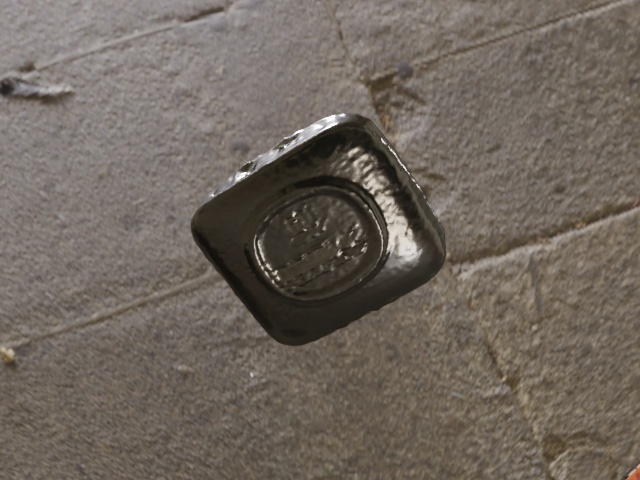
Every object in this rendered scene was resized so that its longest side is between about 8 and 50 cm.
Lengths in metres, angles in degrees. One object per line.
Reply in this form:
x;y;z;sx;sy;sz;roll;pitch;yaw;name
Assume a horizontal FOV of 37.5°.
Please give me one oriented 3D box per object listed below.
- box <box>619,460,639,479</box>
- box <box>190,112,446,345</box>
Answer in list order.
0.297;0.206;0.549;0.177;0.148;0.195;-46;28;21;box
0.000;0.000;0.872;0.212;0.201;0.042;-28;28;19;box
